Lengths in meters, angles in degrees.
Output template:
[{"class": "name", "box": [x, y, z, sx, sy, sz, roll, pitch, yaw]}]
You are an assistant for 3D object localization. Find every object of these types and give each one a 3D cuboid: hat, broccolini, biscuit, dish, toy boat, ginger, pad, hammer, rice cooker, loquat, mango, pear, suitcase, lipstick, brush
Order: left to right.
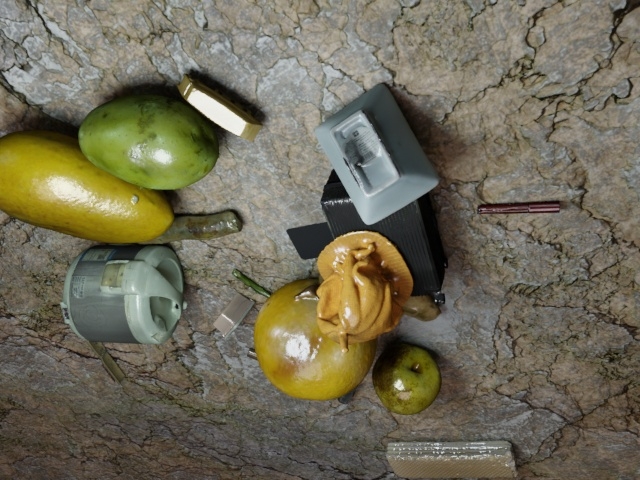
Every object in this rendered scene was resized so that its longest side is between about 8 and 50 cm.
[{"class": "mango", "box": [-0.567, -0.119, 1.459, 0.445, 0.220, 0.301, 14, 155, -7]}, {"class": "brush", "box": [-0.760, 0.411, 2.125, 0.036, 0.043, 0.248, 0, 131, 25]}, {"class": "rice cooker", "box": [-0.520, 0.143, 1.652, 0.277, 0.288, 0.288, -1, 131, 14]}, {"class": "toy boat", "box": [-0.217, -0.288, 1.310, 0.200, 0.077, 0.057, 33, 115, -11]}, {"class": "broccolini", "box": [-0.145, 0.165, 1.719, 0.254, 0.057, 0.071, 34, 89, -19]}, {"class": "hammer", "box": [-0.061, 0.422, 1.937, 0.365, 0.043, 0.111, 21, 134, -1]}, {"class": "loquat", "box": [-0.009, 0.230, 1.567, 0.328, 0.328, 0.359, 13, 111, 4]}, {"class": "pad", "box": [0.000, 0.000, 1.560, 0.157, 0.003, 0.112, -10, 127, 23]}, {"class": "hat", "box": [0.079, 0.147, 1.309, 0.233, 0.233, 0.244, 24, 133, -4]}, {"class": "dish", "box": [0.101, -0.173, 1.216, 0.182, 0.080, 0.243, -32, 81, 21]}, {"class": "suitcase", "box": [0.155, -0.010, 1.403, 0.230, 0.152, 0.335, -7, 129, 21]}, {"class": "pear", "box": [0.240, 0.400, 1.729, 0.197, 0.197, 0.197, 8, 133, 9]}, {"class": "ginger", "box": [0.232, 0.163, 1.597, 0.190, 0.069, 0.095, 15, 158, 1]}, {"class": "biscuit", "box": [0.441, 0.738, 2.052, 0.426, 0.078, 0.144, -9, 127, 22]}, {"class": "lipstick", "box": [0.440, -0.072, 1.354, 0.176, 0.027, 0.027, 0, 131, 18]}]

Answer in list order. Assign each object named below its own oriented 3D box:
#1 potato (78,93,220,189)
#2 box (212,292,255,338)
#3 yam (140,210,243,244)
[{"class": "potato", "box": [-0.373, -0.219, 1.328, 0.304, 0.216, 0.216, 20, 135, 16]}, {"class": "box", "box": [-0.252, 0.214, 1.751, 0.062, 0.122, 0.089, 38, 132, -3]}, {"class": "yam", "box": [-0.352, -0.031, 1.590, 0.317, 0.067, 0.071, -6, 159, 20]}]
